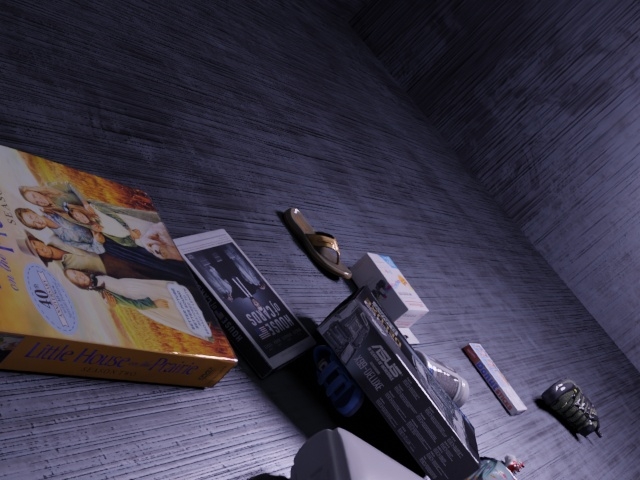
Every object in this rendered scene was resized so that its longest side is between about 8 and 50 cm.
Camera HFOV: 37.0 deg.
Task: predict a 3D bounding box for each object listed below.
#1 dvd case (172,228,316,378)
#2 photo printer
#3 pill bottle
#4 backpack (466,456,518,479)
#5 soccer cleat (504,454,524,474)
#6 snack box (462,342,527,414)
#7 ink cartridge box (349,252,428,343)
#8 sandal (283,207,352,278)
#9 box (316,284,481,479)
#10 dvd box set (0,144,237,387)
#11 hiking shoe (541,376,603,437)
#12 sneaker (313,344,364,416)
[{"bbox_3d":[-0.118,0.087,1.418,0.239,0.029,0.179,49,19,9],"label":"dvd case"},{"bbox_3d":[0.109,0.394,1.159,0.307,0.107,0.256,37,21,-26],"label":"photo printer"},{"bbox_3d":[0.198,0.251,1.691,0.137,0.078,0.078,31,24,-39],"label":"pill bottle"},{"bbox_3d":[0.242,0.401,1.425,0.152,0.115,0.182,54,22,13],"label":"backpack"},{"bbox_3d":[0.354,0.415,1.777,0.035,0.029,0.083,46,13,26],"label":"soccer cleat"},{"bbox_3d":[0.378,0.299,2.069,0.178,0.022,0.064,55,21,24],"label":"snack box"},{"bbox_3d":[0.143,0.114,1.876,0.181,0.061,0.104,55,20,21],"label":"ink cartridge box"},{"bbox_3d":[0.000,0.000,1.817,0.180,0.049,0.072,51,19,14],"label":"sandal"},{"bbox_3d":[0.124,0.220,1.487,0.307,0.076,0.242,53,6,3],"label":"box"},{"bbox_3d":[-0.304,0.020,1.099,0.420,0.062,0.308,19,32,-54],"label":"dvd box set"},{"bbox_3d":[0.607,0.400,2.258,0.227,0.086,0.114,28,23,-46],"label":"hiking shoe"},{"bbox_3d":[0.023,0.210,1.437,0.059,0.053,0.144,41,10,-30],"label":"sneaker"}]
